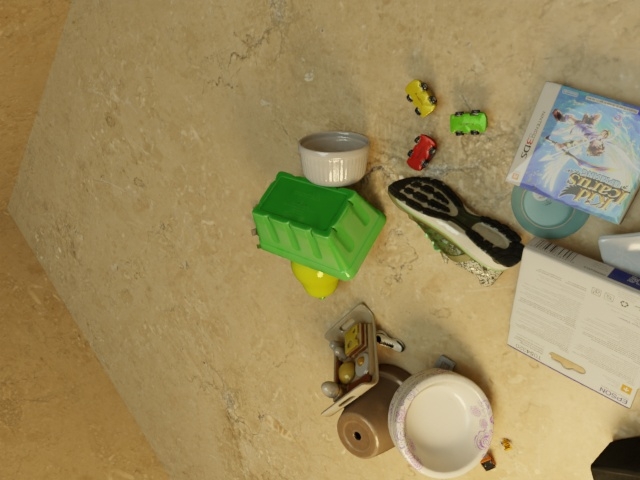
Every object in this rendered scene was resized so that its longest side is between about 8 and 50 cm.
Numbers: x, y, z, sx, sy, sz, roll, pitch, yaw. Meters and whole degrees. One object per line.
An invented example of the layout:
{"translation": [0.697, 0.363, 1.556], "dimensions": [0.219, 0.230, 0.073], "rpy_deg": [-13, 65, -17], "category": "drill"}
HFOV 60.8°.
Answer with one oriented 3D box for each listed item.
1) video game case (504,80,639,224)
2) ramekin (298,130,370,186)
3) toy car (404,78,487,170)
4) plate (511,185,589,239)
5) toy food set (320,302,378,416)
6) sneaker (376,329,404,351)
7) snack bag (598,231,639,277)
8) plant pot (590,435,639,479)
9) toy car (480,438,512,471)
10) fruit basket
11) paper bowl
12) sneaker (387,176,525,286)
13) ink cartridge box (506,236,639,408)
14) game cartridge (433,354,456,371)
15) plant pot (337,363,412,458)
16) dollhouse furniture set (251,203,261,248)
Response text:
{"translation": [0.590, -0.199, 1.224], "dimensions": [0.269, 0.061, 0.245], "rpy_deg": [28, 113, 29], "category": "video game case"}
{"translation": [0.039, -0.235, 1.573], "dimensions": [0.207, 0.207, 0.109], "rpy_deg": [18, 123, 33], "category": "ramekin"}
{"translation": [0.330, -0.302, 1.419], "dimensions": [0.224, 0.053, 0.239], "rpy_deg": [6, 108, 36], "category": "toy car"}
{"translation": [0.554, -0.092, 1.326], "dimensions": [0.188, 0.024, 0.188], "rpy_deg": [13, 112, 35], "category": "plate"}
{"translation": [0.074, 0.368, 1.695], "dimensions": [0.092, 0.306, 0.220], "rpy_deg": [26, 129, -21], "category": "toy food set"}
{"translation": [0.210, 0.321, 1.705], "dimensions": [0.109, 0.043, 0.040], "rpy_deg": [25, 116, 28], "category": "sneaker"}
{"translation": [0.782, 0.115, 1.152], "dimensions": [0.323, 0.037, 0.343], "rpy_deg": [-11, 107, 46], "category": "snack bag"}
{"translation": [0.754, 0.571, 1.279], "dimensions": [0.167, 0.187, 0.188], "rpy_deg": [-14, 95, 53], "category": "plant pot"}
{"translation": [0.510, 0.618, 1.579], "dimensions": [0.122, 0.060, 0.041], "rpy_deg": [-44, 30, 21], "category": "toy car"}
{"translation": [0.000, 0.000, 1.684], "dimensions": [0.391, 0.283, 0.392], "rpy_deg": [28, 161, 11], "category": "fruit basket"}
{"translation": [0.330, 0.506, 1.545], "dimensions": [0.148, 0.284, 0.284], "rpy_deg": [158, 91, -81], "category": "paper bowl"}
{"translation": [0.329, -0.014, 1.462], "dimensions": [0.410, 0.158, 0.182], "rpy_deg": [41, 142, 27], "category": "sneaker"}
{"translation": [0.619, 0.191, 1.290], "dimensions": [0.324, 0.071, 0.330], "rpy_deg": [28, 138, 36], "category": "ink cartridge box"}
{"translation": [0.365, 0.382, 1.621], "dimensions": [0.056, 0.017, 0.083], "rpy_deg": [29, 120, 24], "category": "game cartridge"}
{"translation": [0.172, 0.544, 1.683], "dimensions": [0.263, 0.229, 0.263], "rpy_deg": [11, 109, 36], "category": "plant pot"}
{"translation": [-0.207, -0.051, 1.908], "dimensions": [0.076, 0.058, 0.152], "rpy_deg": [-3, 102, 38], "category": "dollhouse furniture set"}
